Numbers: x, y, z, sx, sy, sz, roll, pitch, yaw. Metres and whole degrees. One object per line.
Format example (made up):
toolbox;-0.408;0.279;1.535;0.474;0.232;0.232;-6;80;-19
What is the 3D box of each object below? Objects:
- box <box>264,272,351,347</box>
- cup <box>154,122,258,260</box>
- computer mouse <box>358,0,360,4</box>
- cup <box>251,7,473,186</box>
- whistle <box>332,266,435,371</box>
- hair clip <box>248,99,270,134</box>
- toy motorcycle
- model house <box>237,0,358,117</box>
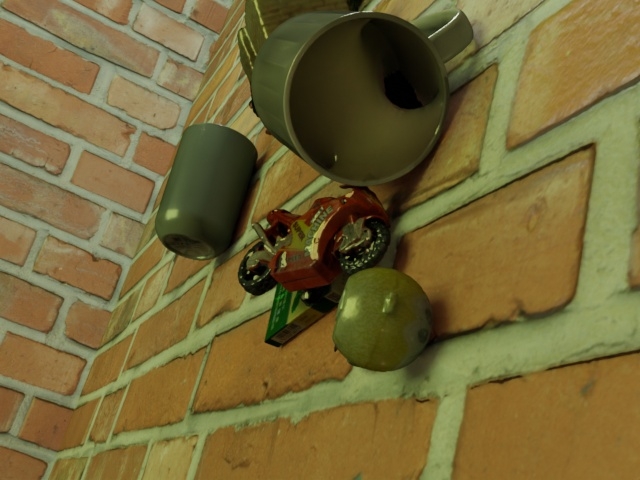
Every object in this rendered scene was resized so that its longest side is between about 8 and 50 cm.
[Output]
box;-0.017;0.074;1.260;0.235;0.034;0.132;-41;31;50
cup;-0.295;-0.118;1.984;0.205;0.205;0.312;-34;37;57
computer mouse;0.065;-0.574;1.795;0.232;0.057;0.120;-60;19;16
cup;0.062;-0.251;1.187;0.322;0.237;0.327;-34;20;-1
whistle;0.070;0.107;0.921;0.223;0.122;0.123;104;-178;-66
hair clip;-0.106;-0.353;2.033;0.138;0.102;0.123;-38;6;-31
toy motorcycle;-0.002;0.001;1.135;0.298;0.089;0.171;-12;49;44
model house;-0.024;-0.323;1.520;0.298;0.243;0.284;94;165;-68
